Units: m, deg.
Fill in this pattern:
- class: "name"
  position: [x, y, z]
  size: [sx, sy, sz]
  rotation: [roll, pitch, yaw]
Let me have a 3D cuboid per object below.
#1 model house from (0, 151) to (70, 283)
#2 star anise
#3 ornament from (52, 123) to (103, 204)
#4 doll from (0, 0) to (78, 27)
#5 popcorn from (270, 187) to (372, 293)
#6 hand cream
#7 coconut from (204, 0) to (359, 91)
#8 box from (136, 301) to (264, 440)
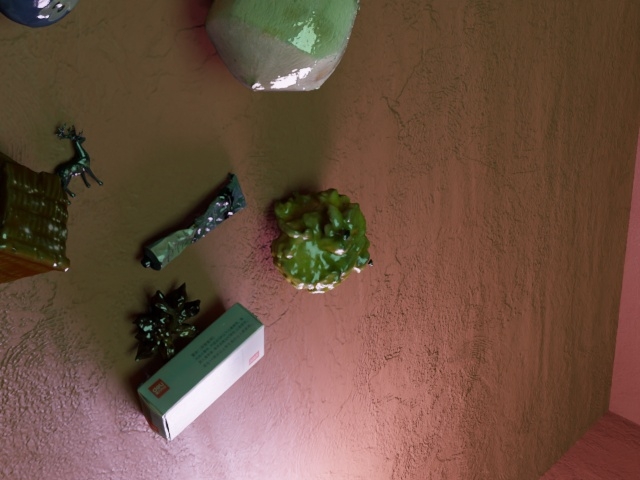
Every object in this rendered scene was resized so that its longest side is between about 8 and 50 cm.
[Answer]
- class: "model house"
  position: [-0.472, -0.036, 1.220]
  size: [0.219, 0.229, 0.199]
  rotation: [-58, 145, -11]
- class: "star anise"
  position: [-0.284, 0.155, 1.651]
  size: [0.168, 0.057, 0.168]
  rotation: [-34, 141, -34]
- class: "ornament"
  position: [-0.392, -0.125, 1.413]
  size: [0.073, 0.028, 0.125]
  rotation: [-36, 134, -32]
- class: "doll"
  position: [-0.361, -0.415, 1.195]
  size: [0.228, 0.154, 0.258]
  rotation: [15, 85, -87]
- class: "popcorn"
  position: [0.001, -0.002, 1.794]
  size: [0.218, 0.169, 0.189]
  rotation: [-42, 135, -31]
- class: "hand cream"
  position: [-0.232, -0.028, 1.632]
  size: [0.248, 0.052, 0.075]
  rotation: [-44, 159, -32]
- class: "coconut"
  position: [-0.066, -0.360, 1.492]
  size: [0.245, 0.245, 0.247]
  rotation: [30, 86, -50]
- class: "box"
  position: [-0.224, 0.249, 1.711]
  size: [0.269, 0.079, 0.135]
  rotation: [-42, 157, -26]
